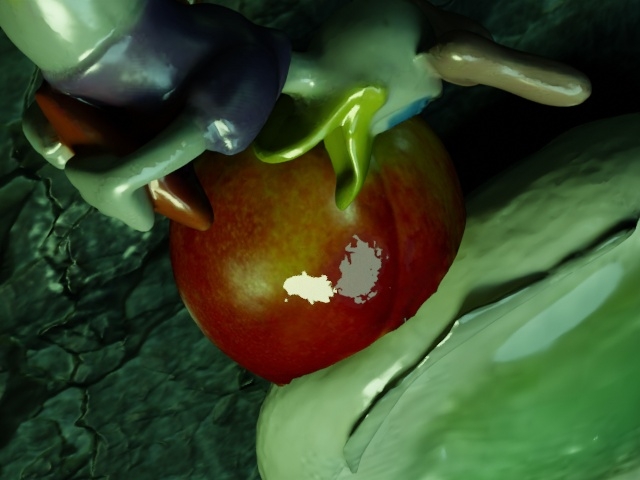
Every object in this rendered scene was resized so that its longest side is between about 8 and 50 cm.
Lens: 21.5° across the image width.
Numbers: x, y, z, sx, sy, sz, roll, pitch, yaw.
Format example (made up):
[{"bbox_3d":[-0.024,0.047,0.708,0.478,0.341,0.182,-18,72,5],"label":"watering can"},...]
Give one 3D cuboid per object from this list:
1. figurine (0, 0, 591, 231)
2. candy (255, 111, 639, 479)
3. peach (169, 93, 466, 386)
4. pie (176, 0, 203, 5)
[{"bbox_3d":[-0.074,-0.110,0.880,0.421,0.154,0.193,17,102,-27],"label":"figurine"},{"bbox_3d":[0.145,0.078,1.252,0.427,0.186,0.386,-28,143,-11],"label":"candy"},{"bbox_3d":[0.000,0.000,1.070,0.190,0.190,0.192,-20,125,-19],"label":"peach"},{"bbox_3d":[-0.110,-0.139,0.967,0.088,0.033,0.191,-17,136,-14],"label":"pie"}]
